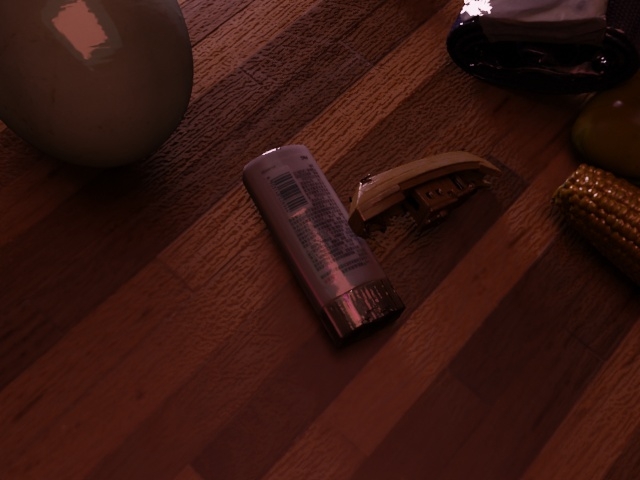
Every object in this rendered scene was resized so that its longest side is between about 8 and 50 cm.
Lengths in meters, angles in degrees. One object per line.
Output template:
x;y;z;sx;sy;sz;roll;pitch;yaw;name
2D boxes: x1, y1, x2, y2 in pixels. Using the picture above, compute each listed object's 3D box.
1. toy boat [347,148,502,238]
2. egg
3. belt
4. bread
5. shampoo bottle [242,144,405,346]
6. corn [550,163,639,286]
0.119;-0.050;0.753;0.206;0.064;0.072;-19;64;-29;toy boat
-0.276;-0.238;0.739;0.230;0.230;0.371;-27;63;-15;egg
0.270;-0.248;0.813;0.230;0.139;0.126;14;65;34;belt
0.467;-0.209;0.838;0.166;0.112;0.383;37;68;14;bread
0.000;0.000;0.740;0.086;0.056;0.227;-24;69;-20;shampoo bottle
0.374;0.013;0.742;0.260;0.091;0.091;41;71;19;corn
